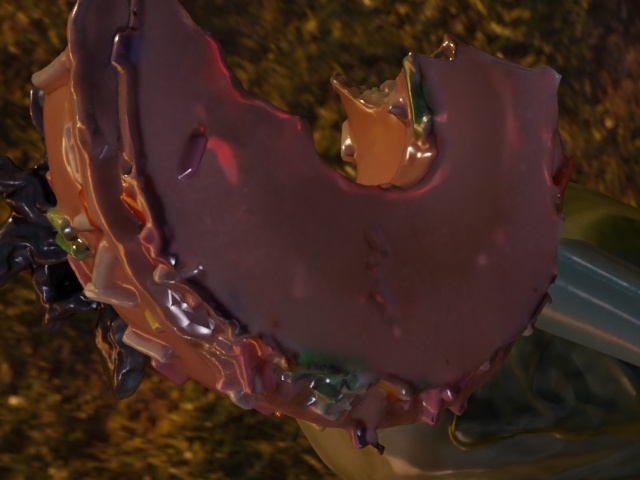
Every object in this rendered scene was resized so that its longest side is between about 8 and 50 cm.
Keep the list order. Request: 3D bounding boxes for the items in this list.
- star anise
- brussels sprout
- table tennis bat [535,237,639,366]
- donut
[{"bbox_3d":[-0.168,-0.011,1.466,0.283,0.129,0.212,32,89,-9],"label":"star anise"},{"bbox_3d":[0.123,0.075,1.171,0.271,0.210,0.219,-18,117,-17],"label":"brussels sprout"},{"bbox_3d":[0.188,0.058,0.701,0.244,0.153,0.040,24,43,20],"label":"table tennis bat"},{"bbox_3d":[0.000,0.000,0.493,0.065,0.166,0.117,-20,71,50],"label":"donut"}]
